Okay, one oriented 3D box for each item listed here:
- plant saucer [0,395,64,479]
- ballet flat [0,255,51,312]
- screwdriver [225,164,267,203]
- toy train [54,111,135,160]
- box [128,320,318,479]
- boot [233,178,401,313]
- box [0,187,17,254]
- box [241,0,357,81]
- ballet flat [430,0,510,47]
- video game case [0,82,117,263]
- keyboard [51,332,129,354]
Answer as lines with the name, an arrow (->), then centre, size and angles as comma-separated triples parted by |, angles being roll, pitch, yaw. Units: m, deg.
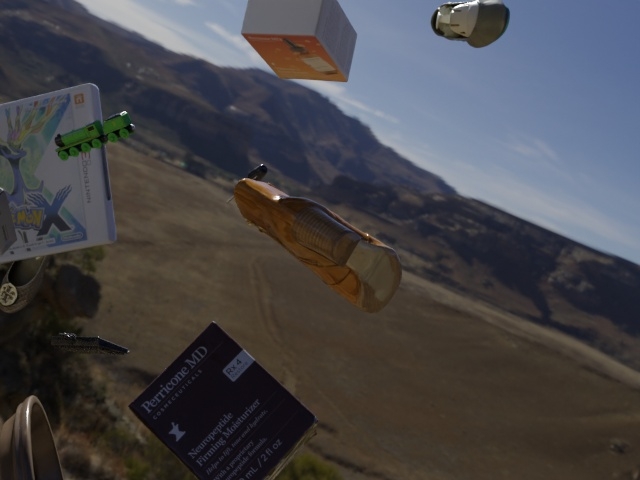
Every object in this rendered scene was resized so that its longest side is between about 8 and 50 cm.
plant saucer -> -0.322, 0.319, 0.872 | 0.041, 0.278, 0.278 | -11, 16, -15
ballet flat -> -0.581, 0.031, 1.538 | 0.084, 0.250, 0.058 | 28, -11, 17
screwdriver -> -0.146, -0.101, 1.420 | 0.025, 0.024, 0.170 | 15, -27, -32
toy train -> -0.202, -0.093, 0.671 | 0.083, 0.024, 0.017 | -15, 22, 19
box -> -0.132, 0.259, 1.083 | 0.203, 0.168, 0.167 | 41, -16, 13
boot -> -0.001, 0.001, 1.180 | 0.211, 0.104, 0.295 | 31, -7, 31
box -> -0.520, -0.072, 1.064 | 0.186, 0.038, 0.145 | 34, -31, 3
box -> -0.031, -0.334, 1.227 | 0.130, 0.091, 0.170 | 8, -10, 22
ballet flat -> 0.223, -0.339, 1.182 | 0.068, 0.072, 0.213 | 5, 13, -11
video game case -> -0.553, -0.116, 1.428 | 0.328, 0.300, 0.036 | -10, -6, 14
keyboard -> -0.467, 0.206, 1.492 | 0.180, 0.023, 0.108 | -7, -29, 42
